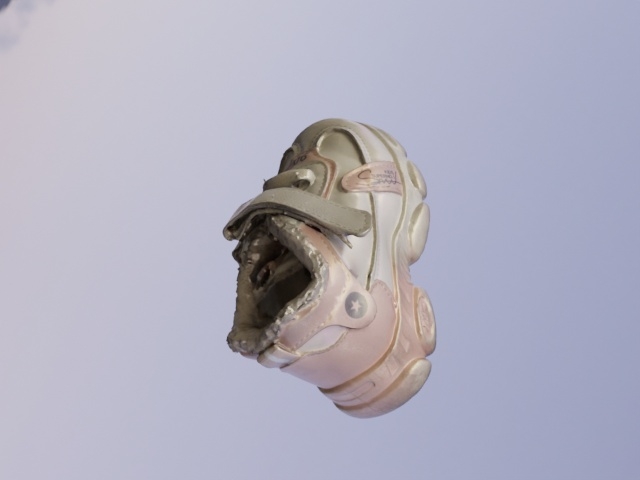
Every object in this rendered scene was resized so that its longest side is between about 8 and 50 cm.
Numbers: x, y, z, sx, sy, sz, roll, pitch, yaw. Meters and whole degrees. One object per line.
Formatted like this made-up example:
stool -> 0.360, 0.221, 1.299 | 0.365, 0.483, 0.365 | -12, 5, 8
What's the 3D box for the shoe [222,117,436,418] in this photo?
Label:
shoe -> 0.002, -0.002, 1.117 | 0.172, 0.198, 0.350 | -35, -131, 31
